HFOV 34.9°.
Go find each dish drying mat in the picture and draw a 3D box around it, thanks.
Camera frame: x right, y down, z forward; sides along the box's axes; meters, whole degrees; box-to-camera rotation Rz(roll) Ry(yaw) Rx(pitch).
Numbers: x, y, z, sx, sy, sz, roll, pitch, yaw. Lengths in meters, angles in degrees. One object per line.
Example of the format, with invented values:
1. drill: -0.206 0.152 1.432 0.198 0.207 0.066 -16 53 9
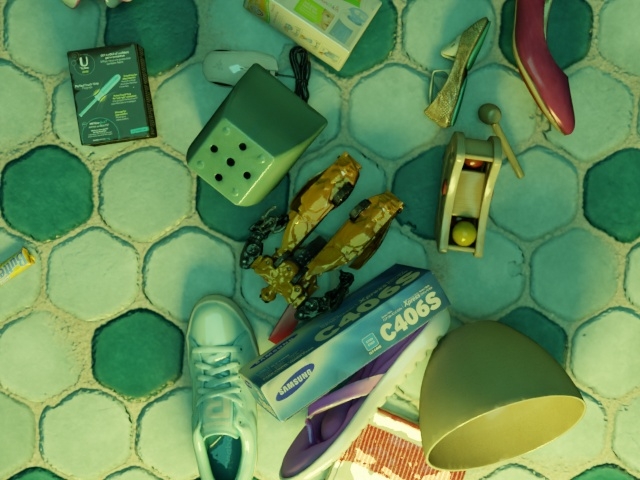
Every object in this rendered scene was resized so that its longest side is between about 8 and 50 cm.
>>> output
1. dish drying mat: -0.061 0.152 1.843 0.032 0.008 0.083 31 92 -5

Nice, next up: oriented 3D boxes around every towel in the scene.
1. towel: 0.114 0.484 1.863 0.237 0.037 0.329 24 94 -4

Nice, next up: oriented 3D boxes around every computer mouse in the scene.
1. computer mouse: -0.112 -0.295 1.786 0.193 0.042 0.106 5 96 -2

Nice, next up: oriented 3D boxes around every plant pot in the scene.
1. plant pot: -0.119 -0.162 1.680 0.166 0.234 0.165 39 112 -4
2. plant pot: 0.288 0.251 1.755 0.284 0.284 0.191 -17 60 0

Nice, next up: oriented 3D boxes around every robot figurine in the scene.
1. robot figurine: 0.000 0.000 1.783 0.211 0.085 0.291 43 92 9

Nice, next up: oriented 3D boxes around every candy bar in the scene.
1. candy bar: -0.579 0.067 1.814 0.161 0.018 0.040 -34 95 2

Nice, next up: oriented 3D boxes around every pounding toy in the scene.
1. pounding toy: 0.291 -0.104 1.759 0.155 0.154 0.269 7 95 -2

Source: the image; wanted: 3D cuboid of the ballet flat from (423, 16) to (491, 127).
1. ballet flat: 0.235 -0.302 1.786 0.067 0.073 0.206 21 90 11

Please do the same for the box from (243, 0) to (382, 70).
1. box: -0.016 -0.403 1.737 0.203 0.103 0.114 32 78 -4

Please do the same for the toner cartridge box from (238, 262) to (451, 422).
1. toner cartridge box: 0.038 0.166 1.727 0.348 0.165 0.075 -33 101 -14

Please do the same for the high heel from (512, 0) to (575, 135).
1. high heel: 0.406 -0.378 1.748 0.181 0.127 0.377 -24 92 11

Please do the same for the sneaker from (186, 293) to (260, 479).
1. sneaker: -0.164 0.280 1.779 0.135 0.150 0.366 -8 95 -2

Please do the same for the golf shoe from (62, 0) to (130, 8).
1. golf shoe: -0.318 -0.477 1.745 0.306 0.115 0.140 -7 117 -3

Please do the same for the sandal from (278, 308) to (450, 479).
1. sandal: 0.055 0.246 1.780 0.102 0.169 0.416 45 80 -11

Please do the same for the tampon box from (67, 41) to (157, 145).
1. tampon box: -0.357 -0.249 1.752 0.120 0.101 0.161 -8 94 -2
